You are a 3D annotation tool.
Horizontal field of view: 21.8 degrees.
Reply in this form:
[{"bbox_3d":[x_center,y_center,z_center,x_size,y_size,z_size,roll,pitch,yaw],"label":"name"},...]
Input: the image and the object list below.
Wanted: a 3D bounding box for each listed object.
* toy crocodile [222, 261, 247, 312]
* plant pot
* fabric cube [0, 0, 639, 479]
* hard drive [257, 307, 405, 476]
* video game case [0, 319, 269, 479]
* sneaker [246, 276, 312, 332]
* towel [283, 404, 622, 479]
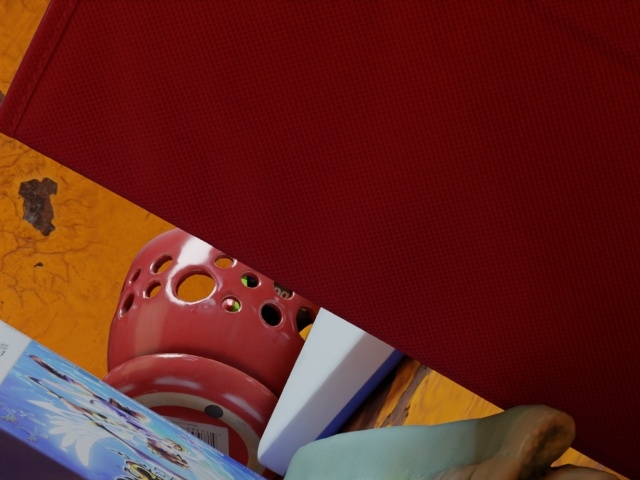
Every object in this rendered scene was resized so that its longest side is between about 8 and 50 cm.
[{"bbox_3d":[-0.063,0.036,1.917,0.115,0.105,0.340,-55,7,45],"label":"toy crocodile"},{"bbox_3d":[-0.093,0.110,1.403,0.191,0.191,0.174,-55,14,46],"label":"plant pot"},{"bbox_3d":[0.079,-0.119,0.599,0.259,0.258,0.254,-59,5,24],"label":"fabric cube"},{"bbox_3d":[0.059,0.021,1.202,0.319,0.040,0.210,-54,8,51],"label":"hard drive"},{"bbox_3d":[-0.141,0.160,1.120,0.061,0.269,0.244,-58,6,6],"label":"video game case"},{"bbox_3d":[0.000,0.000,1.561,0.276,0.097,0.135,-58,5,48],"label":"sneaker"},{"bbox_3d":[-0.015,0.221,0.601,0.321,0.090,0.374,-61,5,-14],"label":"towel"}]
